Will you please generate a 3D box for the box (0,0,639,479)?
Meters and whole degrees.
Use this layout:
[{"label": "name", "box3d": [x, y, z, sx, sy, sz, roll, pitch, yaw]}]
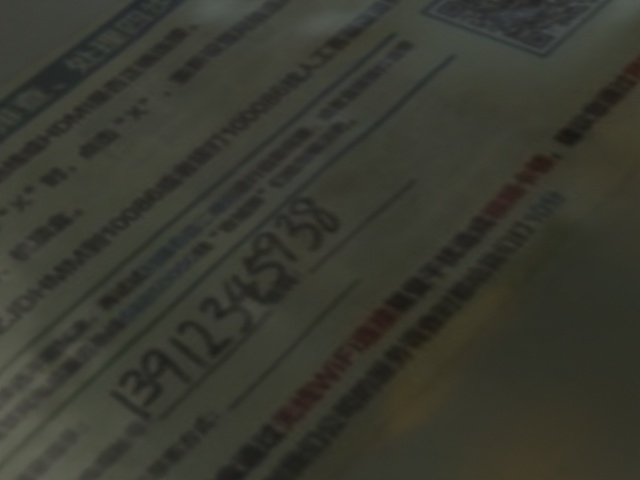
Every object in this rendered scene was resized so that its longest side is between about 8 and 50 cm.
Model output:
[{"label": "box", "box3d": [0.001, 0.000, 0.591, 0.396, 0.111, 0.396, 27, -127, 31]}]
